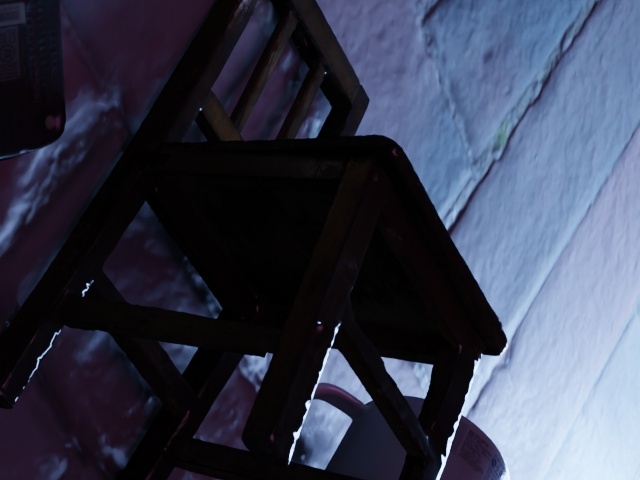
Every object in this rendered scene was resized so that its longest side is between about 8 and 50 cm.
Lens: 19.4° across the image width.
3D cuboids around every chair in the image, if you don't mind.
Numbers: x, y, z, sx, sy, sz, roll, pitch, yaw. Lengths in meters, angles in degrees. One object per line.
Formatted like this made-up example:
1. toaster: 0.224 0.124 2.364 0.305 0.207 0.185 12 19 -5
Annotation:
1. chair: 0.000 0.000 1.237 0.416 0.240 0.203 -61 137 -29

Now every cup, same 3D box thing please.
1. cup: 0.047 0.197 1.408 0.142 0.134 0.173 -54 129 -42

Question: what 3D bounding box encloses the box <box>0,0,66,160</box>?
1. box: -0.201 -0.107 1.116 0.126 0.027 0.125 -20 111 -53
